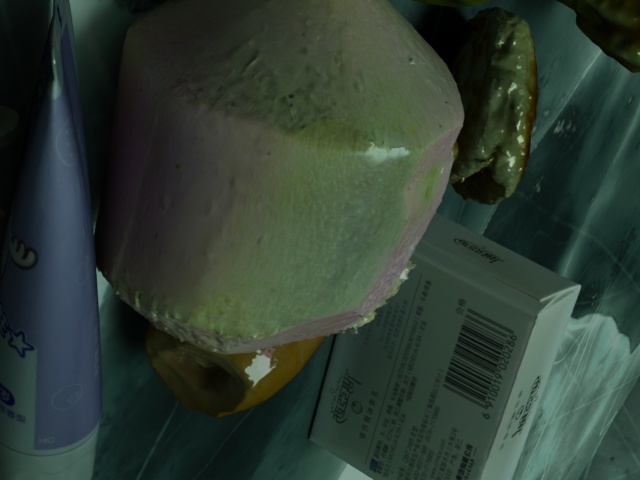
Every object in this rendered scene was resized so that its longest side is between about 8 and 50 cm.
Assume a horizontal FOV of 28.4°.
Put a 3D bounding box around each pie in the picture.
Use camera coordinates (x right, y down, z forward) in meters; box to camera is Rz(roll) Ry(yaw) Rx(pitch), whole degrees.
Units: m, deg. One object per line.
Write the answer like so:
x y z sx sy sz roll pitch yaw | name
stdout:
0.156 -0.126 1.201 0.205 0.084 0.179 180 -75 -79 | pie

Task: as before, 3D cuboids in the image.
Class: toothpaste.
-0.169 0.015 0.805 0.125 0.080 0.371 -101 -161 -53 | toothpaste

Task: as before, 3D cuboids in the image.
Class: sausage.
-0.003 -0.004 1.049 0.354 0.116 0.134 -49 -170 -37 | sausage

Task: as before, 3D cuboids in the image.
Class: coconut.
-0.025 -0.065 0.834 0.233 0.233 0.245 -22 138 -53 | coconut

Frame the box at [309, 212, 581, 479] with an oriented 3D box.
0.123 0.131 1.315 0.116 0.203 0.274 -24 134 -51 | box

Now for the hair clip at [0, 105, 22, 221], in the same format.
-0.245 -0.051 0.678 0.226 0.034 0.072 6 106 -60 | hair clip

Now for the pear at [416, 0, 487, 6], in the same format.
0.100 -0.287 0.952 0.180 0.166 0.216 0 93 -47 | pear

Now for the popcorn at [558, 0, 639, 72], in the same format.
0.345 -0.320 1.245 0.290 0.321 0.325 -34 128 -16 | popcorn
